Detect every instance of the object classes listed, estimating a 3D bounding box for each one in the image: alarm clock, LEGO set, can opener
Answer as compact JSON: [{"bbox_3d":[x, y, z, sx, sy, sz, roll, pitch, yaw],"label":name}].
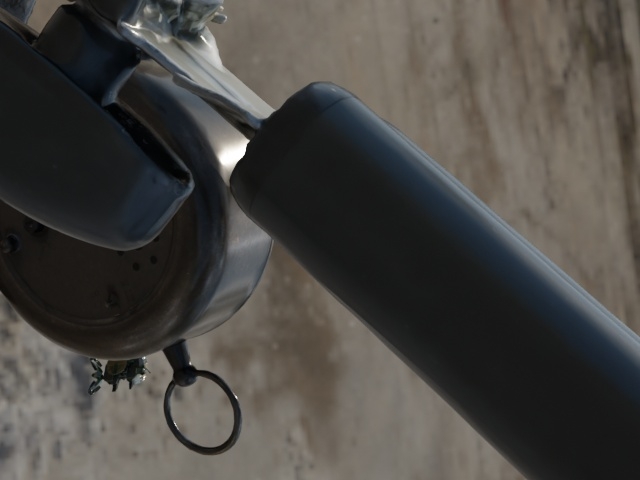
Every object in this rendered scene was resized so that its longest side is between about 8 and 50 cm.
[{"bbox_3d":[-0.080,0.004,0.685,0.064,0.129,0.192,-27,94,-61],"label":"alarm clock"},{"bbox_3d":[-0.137,0.077,1.080,0.023,0.054,0.083,34,22,-43],"label":"LEGO set"},{"bbox_3d":[0.000,0.000,0.455,0.093,0.280,0.074,-55,158,7],"label":"can opener"}]

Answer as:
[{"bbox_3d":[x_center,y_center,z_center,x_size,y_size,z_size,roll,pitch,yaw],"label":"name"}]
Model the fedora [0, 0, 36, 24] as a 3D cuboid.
[{"bbox_3d":[-0.278,-0.166,0.936,0.152,0.334,0.334,48,36,-44],"label":"fedora"}]
